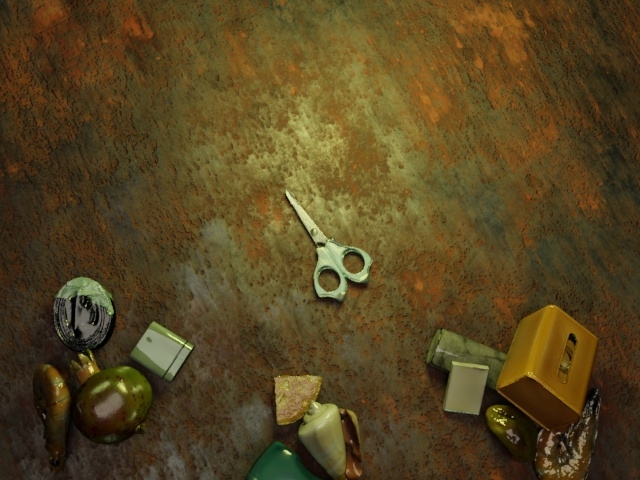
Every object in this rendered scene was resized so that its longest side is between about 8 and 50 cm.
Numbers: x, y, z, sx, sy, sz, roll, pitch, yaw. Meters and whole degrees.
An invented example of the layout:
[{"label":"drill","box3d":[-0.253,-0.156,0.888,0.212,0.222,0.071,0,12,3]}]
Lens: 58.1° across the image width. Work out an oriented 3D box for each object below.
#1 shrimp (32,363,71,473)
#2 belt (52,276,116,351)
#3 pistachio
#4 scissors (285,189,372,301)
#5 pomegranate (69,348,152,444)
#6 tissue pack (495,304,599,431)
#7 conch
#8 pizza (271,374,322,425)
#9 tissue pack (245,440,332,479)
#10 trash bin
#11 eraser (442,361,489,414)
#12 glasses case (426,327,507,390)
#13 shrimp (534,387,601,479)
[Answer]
[{"label":"shrimp","box3d":[-0.689,0.450,1.464,0.152,0.063,0.287,9,102,33]},{"label":"belt","box3d":[-0.620,0.193,1.524,0.151,0.078,0.198,-9,80,-8]},{"label":"pistachio","box3d":[0.549,0.538,1.618,0.110,0.100,0.189,-37,85,-8]},{"label":"scissors","box3d":[0.000,0.000,1.670,0.191,0.029,0.360,-33,86,-11]},{"label":"pomegranate","box3d":[-0.527,0.383,1.443,0.198,0.198,0.246,-14,84,-10]},{"label":"tissue pack","box3d":[0.632,0.343,1.591,0.194,0.145,0.274,36,50,1]},{"label":"conch","box3d":[0.021,0.536,1.551,0.158,0.127,0.255,-25,109,-36]},{"label":"pizza","box3d":[-0.075,0.417,1.578,0.175,0.046,0.134,-37,88,-13]},{"label":"tissue pack","box3d":[-0.064,0.665,1.454,0.287,0.198,0.206,35,71,3]},{"label":"trash bin","box3d":[-0.423,0.298,1.543,0.130,0.059,0.116,32,77,0]},{"label":"eraser","box3d":[0.407,0.416,1.620,0.104,0.023,0.150,7,107,0]},{"label":"glasses case","box3d":[0.460,0.356,1.657,0.299,0.060,0.114,22,79,-4]},{"label":"shrimp","box3d":[0.713,0.561,1.659,0.164,0.062,0.317,24,80,0]}]
